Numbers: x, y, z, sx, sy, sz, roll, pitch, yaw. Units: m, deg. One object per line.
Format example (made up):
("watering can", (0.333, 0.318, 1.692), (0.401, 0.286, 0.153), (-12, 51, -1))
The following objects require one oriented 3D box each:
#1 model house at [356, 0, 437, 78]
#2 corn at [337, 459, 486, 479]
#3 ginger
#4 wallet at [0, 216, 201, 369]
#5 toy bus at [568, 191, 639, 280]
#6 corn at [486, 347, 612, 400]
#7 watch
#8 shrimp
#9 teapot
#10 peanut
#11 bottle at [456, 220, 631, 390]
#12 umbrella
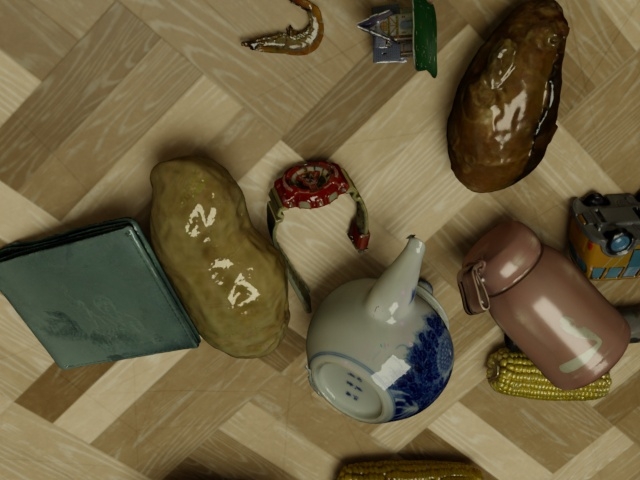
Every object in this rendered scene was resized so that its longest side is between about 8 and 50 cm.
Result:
("model house", (0.113, -0.299, 1.440), (0.088, 0.167, 0.117), (-1, 95, 18))
("corn", (0.179, 0.482, 1.950), (0.313, 0.102, 0.102), (-2, 121, -15))
("ginger", (0.290, -0.212, 1.515), (0.165, 0.172, 0.321), (27, 118, 15))
("wallet", (-0.360, 0.094, 1.560), (0.290, 0.054, 0.251), (-11, 124, 21))
("toy bus", (0.540, -0.002, 1.725), (0.210, 0.126, 0.136), (-5, 130, -11))
("corn", (0.434, 0.261, 1.875), (0.244, 0.093, 0.093), (10, 118, -18))
("watch", (0.003, -0.007, 1.622), (0.165, 0.102, 0.268), (-23, 131, -1))
("shrimp", (-0.057, -0.313, 1.451), (0.127, 0.025, 0.091), (-11, 122, -12))
("teapot", (0.117, 0.165, 1.673), (0.252, 0.280, 0.424), (26, 141, 18))
("peanut", (-0.156, 0.034, 1.539), (0.169, 0.192, 0.387), (-47, 130, -31))
("bottle", (0.373, 0.114, 1.685), (0.297, 0.173, 0.206), (47, 60, -12))
("umbrella", (0.511, 0.169, 1.850), (0.337, 0.073, 0.067), (-5, 94, -11))
